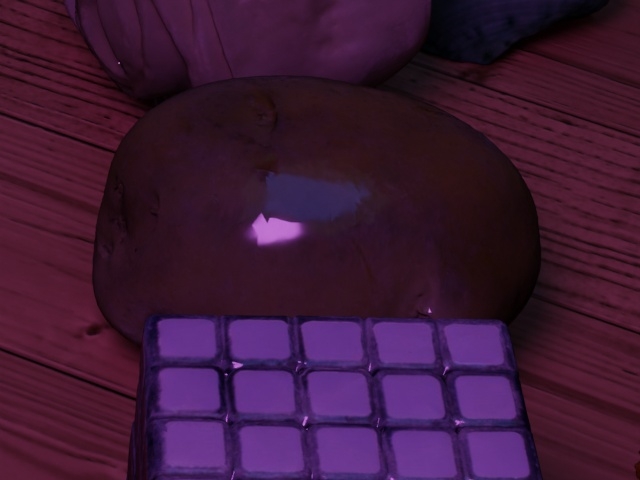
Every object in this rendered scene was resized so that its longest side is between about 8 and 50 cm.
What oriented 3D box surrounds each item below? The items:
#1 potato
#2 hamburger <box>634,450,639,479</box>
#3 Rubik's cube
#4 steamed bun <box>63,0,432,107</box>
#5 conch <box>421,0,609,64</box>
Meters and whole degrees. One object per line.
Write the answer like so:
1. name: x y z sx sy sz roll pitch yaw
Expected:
1. potato: 0.000 0.000 1.400 0.326 0.221 0.243 10 32 -4
2. hamburger: 0.361 0.189 1.319 0.283 0.145 0.259 28 49 14
3. Rubik's cube: 0.004 0.204 1.163 0.236 0.237 0.238 2 42 -10
4. steamed bun: -0.089 -0.230 1.593 0.367 0.342 0.255 38 73 21
5. conch: 0.185 -0.266 1.797 0.196 0.134 0.202 17 43 7
